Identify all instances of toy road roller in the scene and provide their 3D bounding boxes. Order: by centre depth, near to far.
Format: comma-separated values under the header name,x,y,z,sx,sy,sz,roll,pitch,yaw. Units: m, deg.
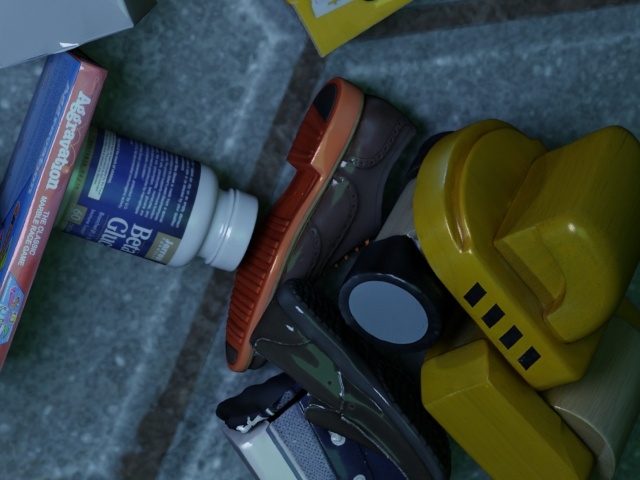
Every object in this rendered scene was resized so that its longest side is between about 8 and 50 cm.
name,x,y,z,sx,sy,sz,roll,pitch,yaw
toy road roller,0.198,0.046,1.548,0.329,0.240,0.202,49,46,-19

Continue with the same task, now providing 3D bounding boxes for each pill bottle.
name,x,y,z,sx,sy,sz,roll,pitch,yaw
pill bottle,-0.143,-0.031,1.572,0.169,0.094,0.094,18,97,-14

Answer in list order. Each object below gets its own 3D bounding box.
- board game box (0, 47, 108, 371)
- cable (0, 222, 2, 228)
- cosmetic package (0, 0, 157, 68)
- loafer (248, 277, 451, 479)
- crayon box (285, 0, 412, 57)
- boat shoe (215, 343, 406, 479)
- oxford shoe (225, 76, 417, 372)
name,x,y,z,sx,sy,sz,roll,pitch,yaw
board game box,-0.246,-0.022,1.527,0.027,0.145,0.281,19,97,-19
cable,-0.356,-0.046,1.516,0.150,0.047,0.184,-26,120,41
cosmetic package,-0.233,-0.272,1.486,0.127,0.107,0.238,-14,109,12
loafer,0.025,0.131,1.565,0.078,0.080,0.220,-40,95,19
crayon box,-0.001,-0.343,1.526,0.203,0.083,0.323,-32,115,-4
boat shoe,0.060,0.247,1.650,0.158,0.127,0.340,-34,105,-9
oxford shoe,0.000,0.000,1.609,0.098,0.097,0.271,23,96,-20
